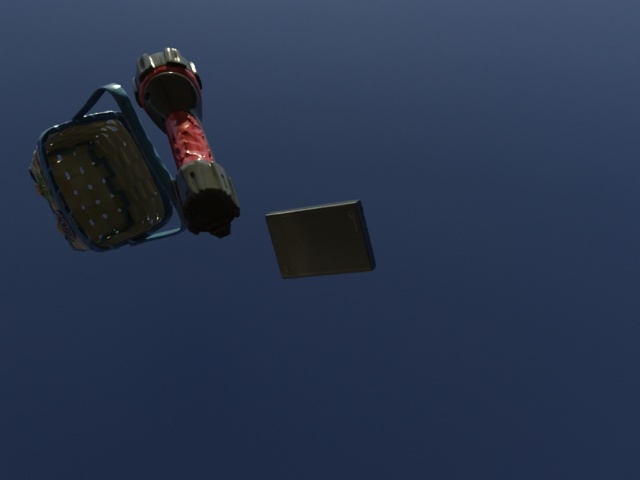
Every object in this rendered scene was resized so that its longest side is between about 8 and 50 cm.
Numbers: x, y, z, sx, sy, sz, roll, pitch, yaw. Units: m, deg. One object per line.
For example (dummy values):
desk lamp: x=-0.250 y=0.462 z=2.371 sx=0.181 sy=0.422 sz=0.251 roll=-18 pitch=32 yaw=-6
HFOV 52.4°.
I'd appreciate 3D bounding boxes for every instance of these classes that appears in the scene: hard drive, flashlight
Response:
hard drive: x=0.000 y=0.000 z=0.861 sx=0.135 sy=0.022 sz=0.094 roll=-7 pitch=-73 yaw=26
flashlight: x=-0.192 y=-0.148 z=0.912 sx=0.103 sy=0.103 sz=0.304 roll=6 pitch=-137 yaw=-33

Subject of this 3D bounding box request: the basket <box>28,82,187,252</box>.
basket: x=-0.352 y=-0.100 z=1.103 sx=0.201 sy=0.289 sz=0.255 roll=-35 pitch=-79 yaw=-48
